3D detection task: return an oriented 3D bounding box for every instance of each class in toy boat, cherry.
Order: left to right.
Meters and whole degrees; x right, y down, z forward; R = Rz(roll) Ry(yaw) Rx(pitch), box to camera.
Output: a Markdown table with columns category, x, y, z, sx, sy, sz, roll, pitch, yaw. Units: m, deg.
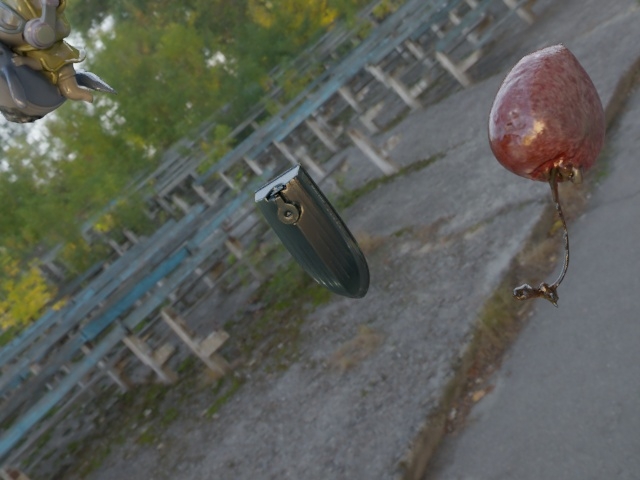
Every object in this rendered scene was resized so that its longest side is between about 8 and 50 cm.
| category | x | y | z | sx | sy | sz | roll | pitch | yaw |
| --- | --- | --- | --- | --- | --- | --- | --- | --- | --- |
| toy boat | 0.000 | 0.000 | 0.700 | 0.055 | 0.141 | 0.060 | -31 | 15 | 19 |
| cherry | 0.189 | -0.058 | 0.657 | 0.090 | 0.107 | 0.226 | 4 | 86 | 48 |

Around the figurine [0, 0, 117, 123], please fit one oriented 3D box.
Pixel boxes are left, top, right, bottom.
| category | x | y | z | sx | sy | sz | roll | pitch | yaw |
| --- | --- | --- | --- | --- | --- | --- | --- | --- | --- |
| figurine | -0.367 | -0.240 | 0.984 | 0.208 | 0.128 | 0.184 | 10 | -75 | -56 |
